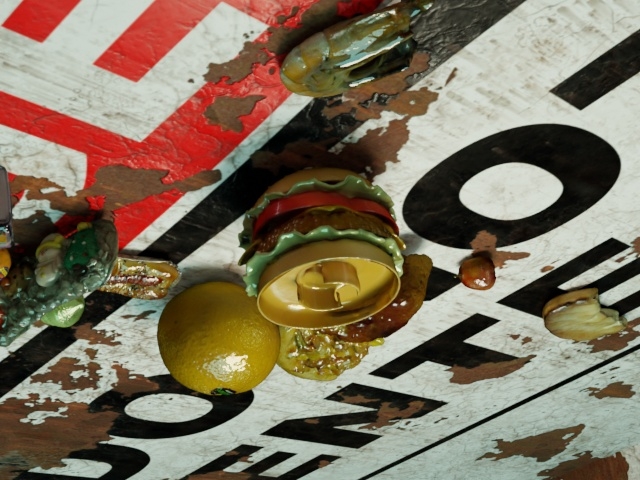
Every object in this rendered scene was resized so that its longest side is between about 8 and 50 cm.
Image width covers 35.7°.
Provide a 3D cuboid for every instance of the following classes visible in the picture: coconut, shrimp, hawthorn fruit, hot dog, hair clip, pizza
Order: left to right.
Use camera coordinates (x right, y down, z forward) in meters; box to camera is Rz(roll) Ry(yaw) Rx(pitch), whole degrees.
[{"bbox_3d":[-0.467,0.064,1.639,0.321,0.138,0.091,-32,134,30],"label":"hair clip"},{"bbox_3d":[-0.459,0.112,1.764,0.096,0.087,0.088,0,155,21],"label":"coconut"},{"bbox_3d":[-0.342,0.061,1.751,0.191,0.059,0.108,9,140,-29],"label":"hot dog"},{"bbox_3d":[-0.023,0.239,2.151,0.258,0.087,0.268,8,147,-26],"label":"pizza"},{"bbox_3d":[0.066,-0.253,1.363,0.254,0.059,0.145,-22,151,17],"label":"shrimp"},{"bbox_3d":[0.315,0.067,1.992,0.077,0.077,0.077,-9,150,-5],"label":"hawthorn fruit"}]

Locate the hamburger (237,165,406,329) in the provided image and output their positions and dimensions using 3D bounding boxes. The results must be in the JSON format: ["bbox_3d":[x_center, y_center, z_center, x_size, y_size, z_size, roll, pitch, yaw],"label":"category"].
[{"bbox_3d":[0.000,0.000,1.613,0.275,0.212,0.274,-6,149,-4],"label":"hamburger"}]

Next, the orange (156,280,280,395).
[{"bbox_3d":[-0.189,0.183,1.856,0.236,0.236,0.236,-9,150,-5],"label":"orange"}]

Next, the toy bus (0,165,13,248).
[{"bbox_3d":[-0.612,-0.034,1.444,0.317,0.112,0.138,-3,159,-14],"label":"toy bus"}]

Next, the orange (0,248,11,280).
[{"bbox_3d":[-0.542,0.032,1.603,0.084,0.083,0.083,-9,150,-5],"label":"orange"}]

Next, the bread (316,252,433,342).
[{"bbox_3d":[0.076,0.095,1.885,0.232,0.135,0.247,19,142,-23],"label":"bread"}]

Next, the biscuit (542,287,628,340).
[{"bbox_3d":[0.608,0.181,2.316,0.154,0.045,0.299,-26,148,21],"label":"biscuit"}]
